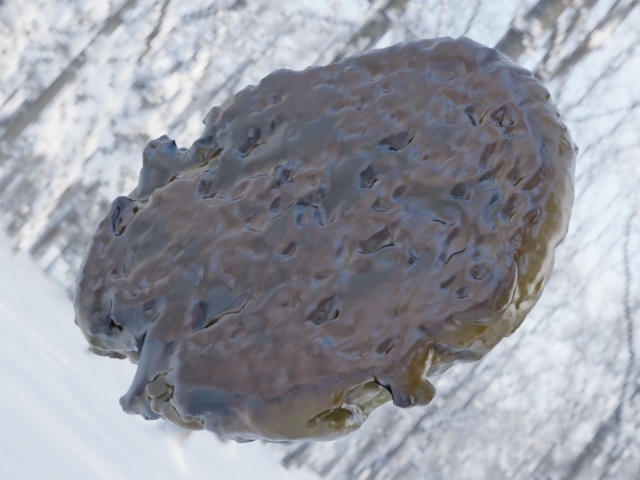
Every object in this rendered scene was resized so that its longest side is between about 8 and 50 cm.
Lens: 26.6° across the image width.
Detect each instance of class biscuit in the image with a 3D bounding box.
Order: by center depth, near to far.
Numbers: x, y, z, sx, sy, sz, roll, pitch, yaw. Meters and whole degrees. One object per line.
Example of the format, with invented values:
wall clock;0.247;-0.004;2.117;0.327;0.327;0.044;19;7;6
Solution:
biscuit;-0.001;0.004;0.838;0.334;0.289;0.081;-4;-37;33
